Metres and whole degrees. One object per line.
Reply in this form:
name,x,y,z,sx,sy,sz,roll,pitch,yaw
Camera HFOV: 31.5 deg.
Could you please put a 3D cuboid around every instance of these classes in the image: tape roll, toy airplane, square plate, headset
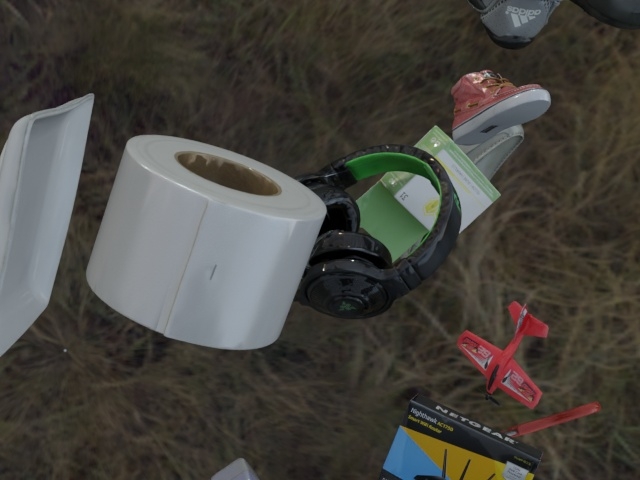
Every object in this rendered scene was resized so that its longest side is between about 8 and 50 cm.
tape roll,-0.134,-0.003,1.331,0.246,0.246,0.169,18,105,-10
toy airplane,0.241,0.143,1.456,0.028,0.151,0.151,-2,84,-41
square plate,-0.403,-0.028,1.566,0.049,0.344,0.347,15,102,-2
headset,0.000,0.000,1.568,0.394,0.243,0.185,-34,137,4

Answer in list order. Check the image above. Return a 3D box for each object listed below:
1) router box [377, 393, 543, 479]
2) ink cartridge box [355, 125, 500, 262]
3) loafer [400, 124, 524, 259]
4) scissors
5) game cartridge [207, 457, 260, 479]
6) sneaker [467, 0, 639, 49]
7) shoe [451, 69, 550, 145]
router box,0.175,0.294,1.446,0.179,0.046,0.133,23,102,14
ink cartridge box,0.143,-0.044,1.743,0.235,0.056,0.171,-44,136,6
loafer,0.236,-0.081,1.938,0.112,0.319,0.111,3,48,-49
scissors,0.275,0.284,1.655,0.297,0.109,0.021,-16,80,-13
game cartridge,-0.069,0.392,1.065,0.230,0.068,0.355,-37,117,-4
sneaker,0.142,-0.153,0.664,0.086,0.132,0.228,9,40,-11
shoe,0.224,-0.185,1.450,0.064,0.178,0.081,2,77,-27
